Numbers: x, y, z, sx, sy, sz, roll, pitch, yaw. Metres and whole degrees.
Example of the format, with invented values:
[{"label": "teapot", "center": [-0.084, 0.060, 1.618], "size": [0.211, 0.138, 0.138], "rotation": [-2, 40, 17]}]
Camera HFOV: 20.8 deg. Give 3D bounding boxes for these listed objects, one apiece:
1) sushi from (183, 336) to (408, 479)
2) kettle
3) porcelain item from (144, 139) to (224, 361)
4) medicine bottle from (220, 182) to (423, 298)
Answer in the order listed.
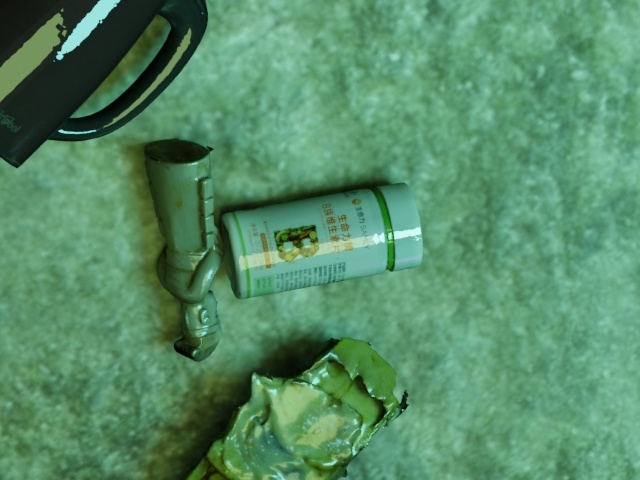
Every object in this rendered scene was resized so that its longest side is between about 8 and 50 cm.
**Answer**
[{"label": "sushi", "center": [-0.050, 0.207, 1.738], "size": [0.139, 0.131, 0.291], "rotation": [45, 103, -2]}, {"label": "kettle", "center": [-0.217, -0.177, 1.527], "size": [0.232, 0.144, 0.202], "rotation": [-43, 122, 0]}, {"label": "porcelain item", "center": [-0.123, 0.013, 1.663], "size": [0.054, 0.084, 0.213], "rotation": [-23, 119, -33]}, {"label": "medicine bottle", "center": [0.000, 0.000, 1.679], "size": [0.183, 0.086, 0.086], "rotation": [-11, 114, -10]}]
